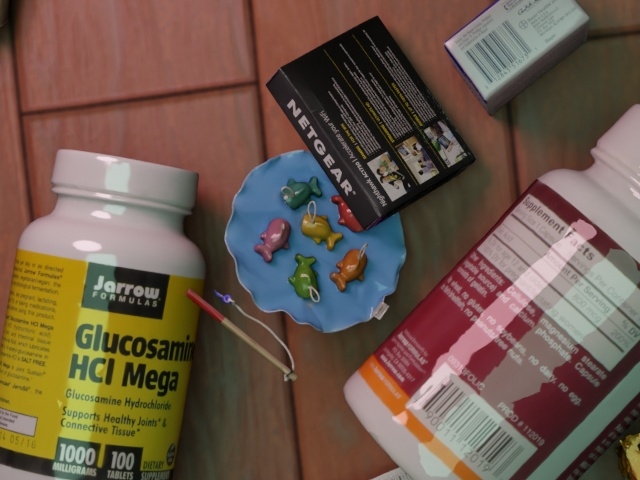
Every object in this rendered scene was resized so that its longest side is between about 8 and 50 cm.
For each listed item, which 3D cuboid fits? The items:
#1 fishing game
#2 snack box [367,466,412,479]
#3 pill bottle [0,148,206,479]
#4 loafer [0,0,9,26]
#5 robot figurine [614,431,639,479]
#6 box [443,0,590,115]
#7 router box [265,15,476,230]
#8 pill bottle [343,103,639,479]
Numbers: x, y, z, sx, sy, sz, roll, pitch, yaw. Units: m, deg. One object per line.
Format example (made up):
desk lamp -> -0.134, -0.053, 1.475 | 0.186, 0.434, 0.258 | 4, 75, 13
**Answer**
fishing game -> 0.000, 0.000, 1.685 | 0.189, 0.041, 0.264 | 41, 67, -6
snack box -> -0.017, 0.358, 1.658 | 0.322, 0.060, 0.187 | -23, 49, -1
pill bottle -> -0.215, 0.086, 1.691 | 0.188, 0.188, 0.334 | 9, 90, 7
loafer -> -0.354, -0.261, 1.778 | 0.087, 0.094, 0.251 | 32, 102, -18
robot figurine -> 0.373, 0.304, 1.613 | 0.085, 0.211, 0.291 | -30, 78, 2
box -> 0.191, -0.193, 1.677 | 0.126, 0.137, 0.072 | -38, 83, 4
router box -> 0.050, -0.118, 1.706 | 0.133, 0.046, 0.179 | -31, 84, -29
pill bottle -> 0.228, 0.075, 1.622 | 0.224, 0.224, 0.392 | 44, 93, 6
